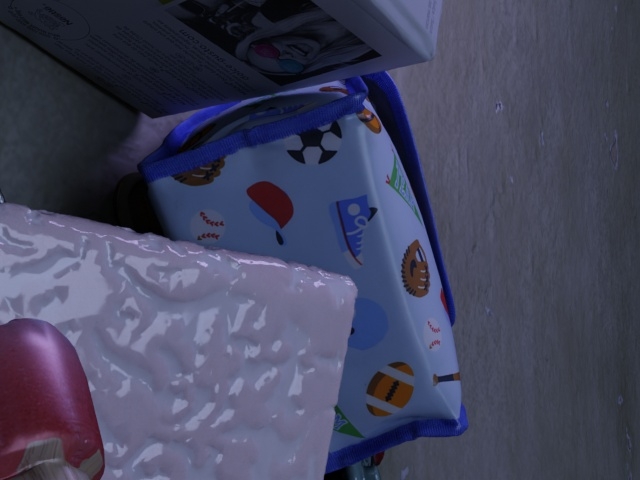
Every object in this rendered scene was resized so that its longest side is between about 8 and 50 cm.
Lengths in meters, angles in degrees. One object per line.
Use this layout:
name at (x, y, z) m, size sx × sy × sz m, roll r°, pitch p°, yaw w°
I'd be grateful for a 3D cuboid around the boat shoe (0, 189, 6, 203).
boat shoe at (-0.296, -0.070, 0.749) m, size 0.081 × 0.069 × 0.227 m, roll -56°, pitch 129°, yaw -43°

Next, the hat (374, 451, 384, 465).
hat at (0.052, 0.135, 1.260) m, size 0.208 × 0.183 × 0.173 m, roll 51°, pitch 5°, yaw 30°

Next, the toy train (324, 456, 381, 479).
toy train at (0.006, 0.300, 0.997) m, size 0.334 × 0.142 × 0.190 m, roll -81°, pitch 155°, yaw -75°

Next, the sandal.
sandal at (-0.148, 0.019, 0.968) m, size 0.072 × 0.049 × 0.180 m, roll -35°, pitch 113°, yaw -52°

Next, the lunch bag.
lunch bag at (0.000, 0.000, 0.999) m, size 0.385 × 0.239 × 0.327 m, roll -94°, pitch 167°, yaw -76°

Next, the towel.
towel at (-0.129, 0.152, 0.688) m, size 0.332 × 0.053 × 0.316 m, roll 13°, pitch 87°, yaw -41°

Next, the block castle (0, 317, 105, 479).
block castle at (-0.267, 0.228, 0.404) m, size 0.453 × 0.213 × 0.303 m, roll -27°, pitch 149°, yaw -13°

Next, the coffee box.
coffee box at (-0.111, -0.344, 0.827) m, size 0.338 × 0.334 × 0.337 m, roll 31°, pitch 61°, yaw -47°
